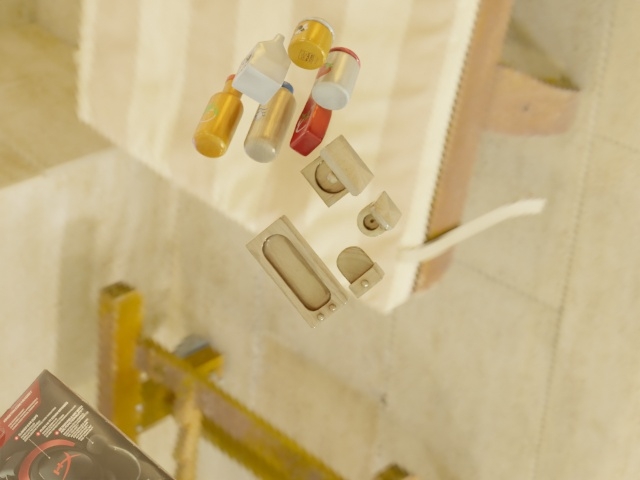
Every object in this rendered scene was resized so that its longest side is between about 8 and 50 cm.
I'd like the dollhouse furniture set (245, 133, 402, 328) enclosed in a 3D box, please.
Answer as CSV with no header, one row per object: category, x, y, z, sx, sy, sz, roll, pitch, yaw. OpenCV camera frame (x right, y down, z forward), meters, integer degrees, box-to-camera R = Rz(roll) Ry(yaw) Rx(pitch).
dollhouse furniture set,0.000,0.000,1.463,0.151,0.123,0.144,-38,93,12

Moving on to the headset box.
headset box,-0.302,0.310,1.691,0.293,0.218,0.110,35,168,27

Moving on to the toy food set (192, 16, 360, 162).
toy food set,-0.032,-0.164,1.484,0.111,0.104,0.232,30,141,-14
